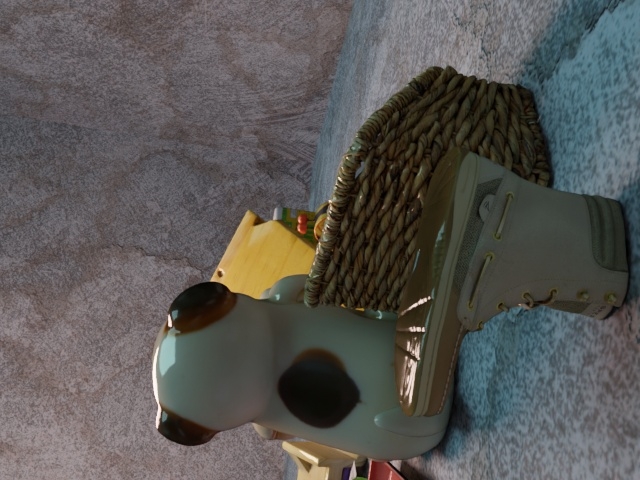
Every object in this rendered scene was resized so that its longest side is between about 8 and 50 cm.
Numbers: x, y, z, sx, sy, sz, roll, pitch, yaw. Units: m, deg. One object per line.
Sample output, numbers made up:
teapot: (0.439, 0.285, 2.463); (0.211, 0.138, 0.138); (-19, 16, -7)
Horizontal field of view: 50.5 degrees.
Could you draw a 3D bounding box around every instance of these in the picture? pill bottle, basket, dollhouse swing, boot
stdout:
pill bottle: (0.000, 0.000, 1.675); (0.136, 0.245, 0.136); (-172, 90, -84)
basket: (0.109, -0.063, 0.840); (0.299, 0.223, 0.213); (104, 172, -50)
dollhouse swing: (-0.020, 0.136, 1.546); (0.305, 0.347, 0.315); (-6, -51, -60)
boot: (0.152, 0.047, 0.538); (0.077, 0.165, 0.213); (154, 131, -76)

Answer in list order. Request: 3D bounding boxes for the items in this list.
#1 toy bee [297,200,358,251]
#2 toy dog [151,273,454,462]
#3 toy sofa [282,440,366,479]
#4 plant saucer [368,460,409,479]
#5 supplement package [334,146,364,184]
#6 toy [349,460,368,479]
toy bee: (0.046, -0.020, 1.265); (0.195, 0.162, 0.298); (-68, -32, -72)
toy dog: (-0.039, 0.199, 0.982); (0.395, 0.408, 0.285); (-100, 18, -73)
toy sofa: (0.009, 0.601, 1.392); (0.150, 0.177, 0.363); (-1, 80, 59)
plant saucer: (0.105, 0.462, 0.990); (0.259, 0.047, 0.258); (132, 146, -81)
supplement package: (0.096, -0.144, 1.646); (0.179, 0.105, 0.105); (127, 151, -77)
toy: (0.065, 0.536, 1.213); (0.137, 0.056, 0.237); (-103, 19, -73)
